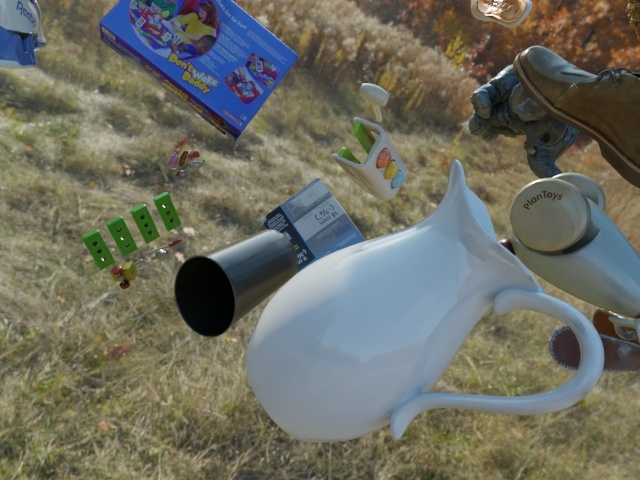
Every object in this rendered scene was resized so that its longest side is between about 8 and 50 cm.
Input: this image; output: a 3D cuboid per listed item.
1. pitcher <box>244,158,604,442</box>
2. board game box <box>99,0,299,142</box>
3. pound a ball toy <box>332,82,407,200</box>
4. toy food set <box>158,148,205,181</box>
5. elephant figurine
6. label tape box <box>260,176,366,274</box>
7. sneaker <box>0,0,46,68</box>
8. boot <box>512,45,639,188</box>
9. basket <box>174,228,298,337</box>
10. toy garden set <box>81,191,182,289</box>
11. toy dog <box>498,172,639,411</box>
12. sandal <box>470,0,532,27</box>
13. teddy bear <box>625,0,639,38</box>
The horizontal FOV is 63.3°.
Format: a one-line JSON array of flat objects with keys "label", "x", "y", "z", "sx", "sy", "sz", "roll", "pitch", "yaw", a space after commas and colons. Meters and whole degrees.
[{"label": "pitcher", "x": 0.058, "y": 0.069, "z": 0.357, "sx": 0.125, "sy": 0.207, "sz": 0.177, "roll": 40, "pitch": 16, "yaw": -46}, {"label": "board game box", "x": -0.253, "y": -0.416, "z": 1.124, "sx": 0.347, "sy": 0.233, "sz": 0.078, "roll": 37, "pitch": -18, "yaw": -12}, {"label": "pound a ball toy", "x": 0.166, "y": -0.253, "z": 1.421, "sx": 0.136, "sy": 0.208, "sz": 0.319, "roll": 29, "pitch": -3, "yaw": 25}, {"label": "toy food set", "x": -0.371, "y": -0.208, "z": 1.408, "sx": 0.122, "sy": 0.078, "sz": 0.019, "roll": -34, "pitch": 40, "yaw": -25}, {"label": "elephant figurine", "x": 0.405, "y": -0.220, "z": 0.945, "sx": 0.169, "sy": 0.186, "sz": 0.239, "roll": -23, "pitch": 37, "yaw": -22}, {"label": "label tape box", "x": 0.000, "y": 0.000, "z": 1.665, "sx": 0.333, "sy": 0.241, "sz": 0.106, "roll": 55, "pitch": 3, "yaw": 18}, {"label": "sneaker", "x": -0.476, "y": -0.384, "z": 0.781, "sx": 0.127, "sy": 0.182, "sz": 0.315, "roll": 2, "pitch": 29, "yaw": -31}, {"label": "boot", "x": 0.411, "y": -0.212, "z": 0.749, "sx": 0.112, "sy": 0.115, "sz": 0.305, "roll": -23, "pitch": 58, "yaw": -23}, {"label": "basket", "x": -0.162, "y": 0.072, "z": 1.085, "sx": 0.154, "sy": 0.204, "sz": 0.227, "roll": 46, "pitch": 41, "yaw": 11}, {"label": "toy garden set", "x": -0.498, "y": 0.002, "z": 1.421, "sx": 0.244, "sy": 0.203, "sz": 0.049, "roll": -33, "pitch": 44, "yaw": -24}, {"label": "toy dog", "x": 0.309, "y": 0.071, "z": 0.619, "sx": 0.220, "sy": 0.161, "sz": 0.333, "roll": 16, "pitch": 48, "yaw": -39}, {"label": "sandal", "x": 0.454, "y": -0.624, "z": 1.341, "sx": 0.076, "sy": 0.102, "sz": 0.265, "roll": 28, "pitch": 21, "yaw": -25}, {"label": "teddy bear", "x": 0.794, "y": -0.552, "z": 1.051, "sx": 0.245, "sy": 0.338, "sz": 0.113, "roll": 16, "pitch": 49, "yaw": -35}]
